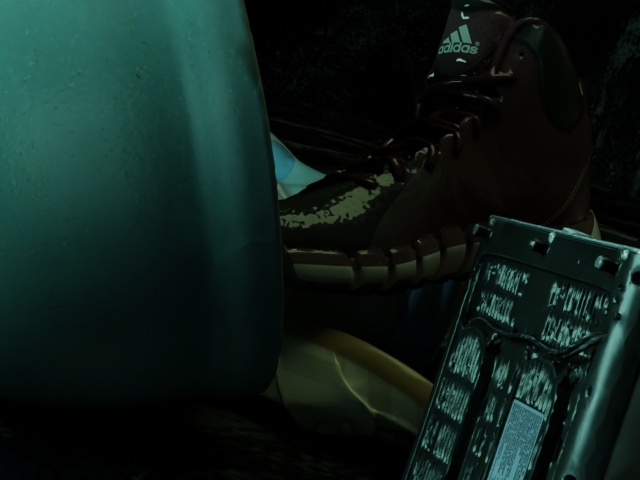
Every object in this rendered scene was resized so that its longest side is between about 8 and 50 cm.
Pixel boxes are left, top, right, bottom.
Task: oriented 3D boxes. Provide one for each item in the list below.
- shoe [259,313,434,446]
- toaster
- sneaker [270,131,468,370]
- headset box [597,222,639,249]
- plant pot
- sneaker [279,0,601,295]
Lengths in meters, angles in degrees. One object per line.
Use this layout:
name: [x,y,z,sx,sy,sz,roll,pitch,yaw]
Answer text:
shoe: [-0.015,0.071,0.875,0.219,0.058,0.076,26,-9,23]
toaster: [0.102,0.091,0.608,0.110,0.186,0.168,18,0,-13]
sneaker: [0.000,0.000,1.115,0.208,0.127,0.319,13,19,-18]
headset box: [0.248,0.071,1.195,0.218,0.110,0.293,21,9,15]
plant pot: [-0.152,-0.053,0.732,0.196,0.293,0.293,-12,17,-15]
sneaker: [0.050,-0.059,0.916,0.281,0.163,0.106,-4,10,-42]
